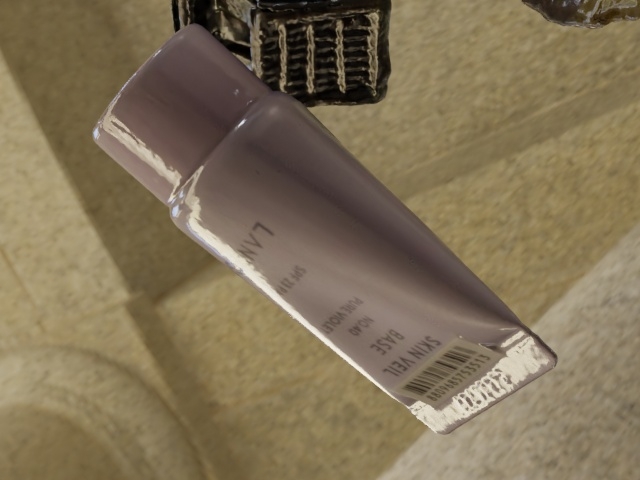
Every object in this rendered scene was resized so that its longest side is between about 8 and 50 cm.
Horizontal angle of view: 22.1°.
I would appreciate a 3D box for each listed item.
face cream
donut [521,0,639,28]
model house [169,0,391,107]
[{"bbox_3d":[0.000,0.000,0.927,0.274,0.096,0.154,42,-33,-1],"label":"face cream"},{"bbox_3d":[0.076,-0.171,0.611,0.112,0.295,0.151,-52,-131,35],"label":"donut"},{"bbox_3d":[-0.015,-0.167,1.082,0.152,0.106,0.165,31,-42,37],"label":"model house"}]
